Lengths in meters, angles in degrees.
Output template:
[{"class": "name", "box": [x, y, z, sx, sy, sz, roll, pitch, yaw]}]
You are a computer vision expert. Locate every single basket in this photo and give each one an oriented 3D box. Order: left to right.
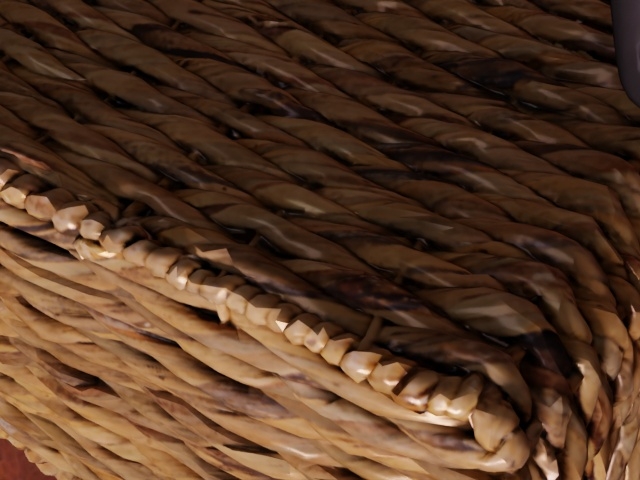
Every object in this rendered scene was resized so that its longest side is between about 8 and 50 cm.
[{"class": "basket", "box": [0.000, 0.000, 0.509, 0.299, 0.223, 0.213, 24, 143, 25]}]

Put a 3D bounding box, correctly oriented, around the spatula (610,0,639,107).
[{"class": "spatula", "box": [0.096, -0.185, 0.395, 0.084, 0.030, 0.296, -3, 84, 15]}]
